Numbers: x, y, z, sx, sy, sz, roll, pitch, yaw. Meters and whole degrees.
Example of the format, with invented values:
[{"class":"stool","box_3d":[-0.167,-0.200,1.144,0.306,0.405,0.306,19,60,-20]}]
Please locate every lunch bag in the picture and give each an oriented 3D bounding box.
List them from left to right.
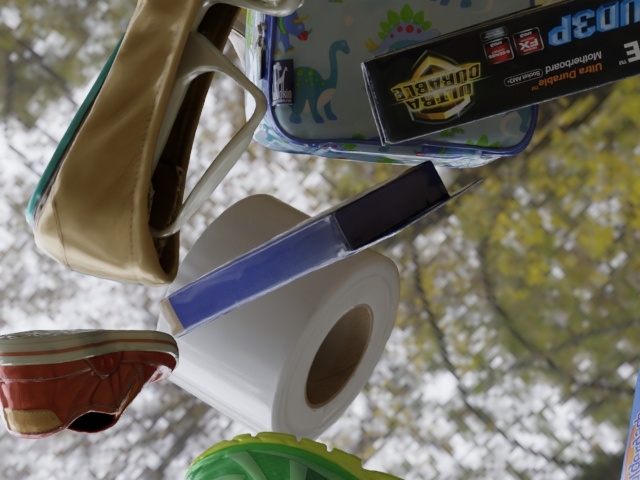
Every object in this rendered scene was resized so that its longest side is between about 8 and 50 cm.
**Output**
[{"class":"lunch bag","box_3d":[0.053,-0.147,1.259,0.218,0.090,0.176,4,-96,-15]}]

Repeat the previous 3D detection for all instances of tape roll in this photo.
[{"class":"tape roll","box_3d":[-0.045,0.091,1.886,0.169,0.246,0.246,29,-160,25]}]

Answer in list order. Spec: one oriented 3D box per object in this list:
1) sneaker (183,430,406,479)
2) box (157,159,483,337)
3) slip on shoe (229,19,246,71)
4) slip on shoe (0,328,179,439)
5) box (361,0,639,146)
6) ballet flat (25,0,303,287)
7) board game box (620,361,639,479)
[{"class":"sneaker","box_3d":[0.006,0.241,1.348,0.295,0.109,0.123,14,-129,26]},{"class":"box","box_3d":[0.000,0.000,1.223,0.136,0.225,0.037,-30,-86,-52]},{"class":"slip on shoe","box_3d":[-0.064,-0.187,1.812,0.135,0.041,0.051,44,175,-23]},{"class":"slip on shoe","box_3d":[-0.227,0.135,1.631,0.331,0.123,0.101,3,-95,-76]},{"class":"box","box_3d":[0.142,-0.112,0.943,0.175,0.220,0.051,-43,-63,-78]},{"class":"ballet flat","box_3d":[-0.045,-0.088,0.697,0.073,0.232,0.080,26,-171,12]},{"class":"board game box","box_3d":[0.281,0.172,1.133,0.160,0.047,0.210,27,-126,-12]}]
